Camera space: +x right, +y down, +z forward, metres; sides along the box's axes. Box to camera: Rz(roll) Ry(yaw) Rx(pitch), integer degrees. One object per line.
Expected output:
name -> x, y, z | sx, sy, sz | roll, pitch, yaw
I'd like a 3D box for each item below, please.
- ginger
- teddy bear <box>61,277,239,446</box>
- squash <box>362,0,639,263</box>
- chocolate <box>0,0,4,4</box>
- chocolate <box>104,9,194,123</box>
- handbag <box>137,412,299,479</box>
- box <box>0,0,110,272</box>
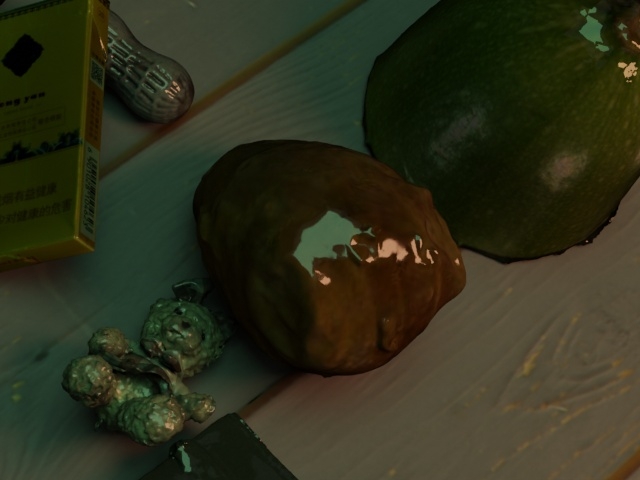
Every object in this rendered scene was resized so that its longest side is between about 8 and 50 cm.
ginger -> -0.004, 0.001, 1.809 | 0.200, 0.223, 0.269 | -21, 75, -31
teddy bear -> -0.159, 0.128, 1.795 | 0.133, 0.111, 0.213 | 40, 35, 1
squash -> 0.220, -0.177, 1.906 | 0.310, 0.309, 0.310 | 5, 64, -10
chocolate -> -0.398, -0.288, 1.916 | 0.156, 0.156, 0.133 | -23, 30, -22
chocolate -> -0.201, -0.181, 1.941 | 0.167, 0.072, 0.072 | 37, 62, 7
handbag -> -0.096, 0.310, 1.725 | 0.247, 0.079, 0.260 | -35, 74, -27
box -> -0.284, -0.105, 1.855 | 0.153, 0.041, 0.279 | -13, 61, 24
